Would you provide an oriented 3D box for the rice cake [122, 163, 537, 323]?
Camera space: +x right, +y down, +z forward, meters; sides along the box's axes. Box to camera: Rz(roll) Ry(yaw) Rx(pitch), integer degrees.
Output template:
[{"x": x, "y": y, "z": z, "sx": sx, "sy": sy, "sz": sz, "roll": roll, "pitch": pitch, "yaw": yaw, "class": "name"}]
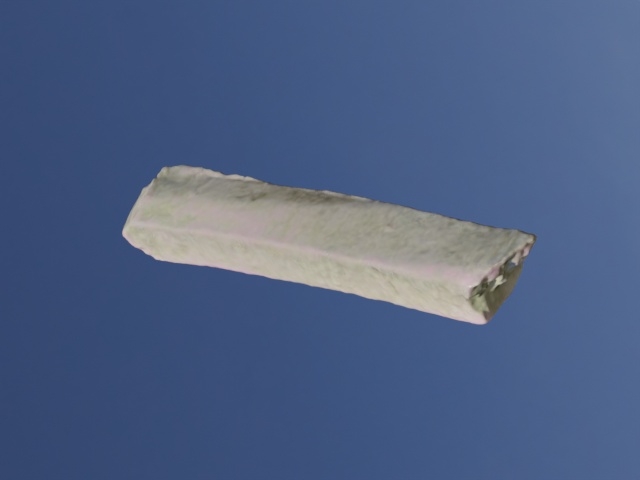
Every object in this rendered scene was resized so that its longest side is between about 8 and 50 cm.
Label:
[{"x": 0.000, "y": 0.000, "z": 1.332, "sx": 0.072, "sy": 0.365, "sz": 0.056, "roll": -55, "pitch": -43, "yaw": -30, "class": "rice cake"}]
